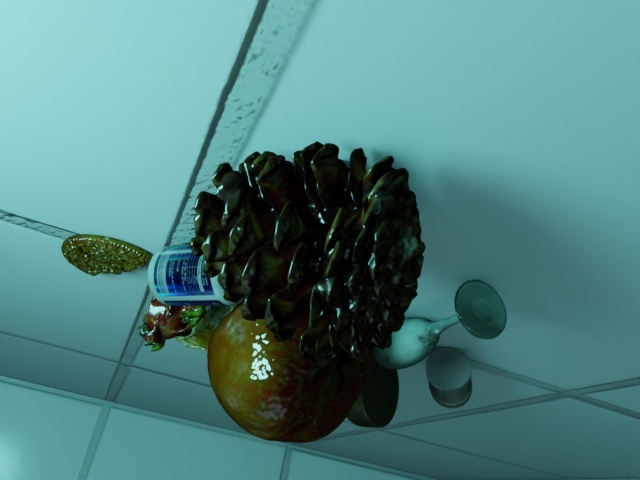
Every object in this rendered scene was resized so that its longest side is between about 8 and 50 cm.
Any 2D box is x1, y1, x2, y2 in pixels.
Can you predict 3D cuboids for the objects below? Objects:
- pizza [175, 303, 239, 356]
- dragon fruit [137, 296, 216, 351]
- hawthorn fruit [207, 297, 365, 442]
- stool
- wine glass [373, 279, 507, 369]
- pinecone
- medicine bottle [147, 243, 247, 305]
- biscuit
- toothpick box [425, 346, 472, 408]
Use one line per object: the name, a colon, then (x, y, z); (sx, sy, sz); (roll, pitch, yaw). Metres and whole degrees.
pizza: (-0.228, 0.204, 1.221); (0.288, 0.075, 0.280); (0, 146, 23)
dragon fruit: (-0.284, 0.137, 1.047); (0.175, 0.138, 0.142); (-12, 123, 16)
hawthorn fruit: (-0.086, 0.217, 0.995); (0.285, 0.284, 0.369); (29, 158, -29)
stool: (0.031, 0.349, 1.276); (0.264, 0.179, 0.179); (-10, 145, 34)
wine glass: (0.133, 0.113, 0.966); (0.264, 0.096, 0.309); (39, 148, -3)
pinecone: (-0.018, 0.002, 0.622); (0.292, 0.246, 0.246); (19, 157, 26)
medicine bottle: (-0.183, 0.056, 0.890); (0.192, 0.107, 0.107); (-4, 148, 26)
biscuit: (-0.422, 0.029, 1.011); (0.206, 0.025, 0.126); (-13, 144, 36)
toothpick box: (0.290, 0.310, 1.197); (0.099, 0.098, 0.149); (2, 150, 17)
